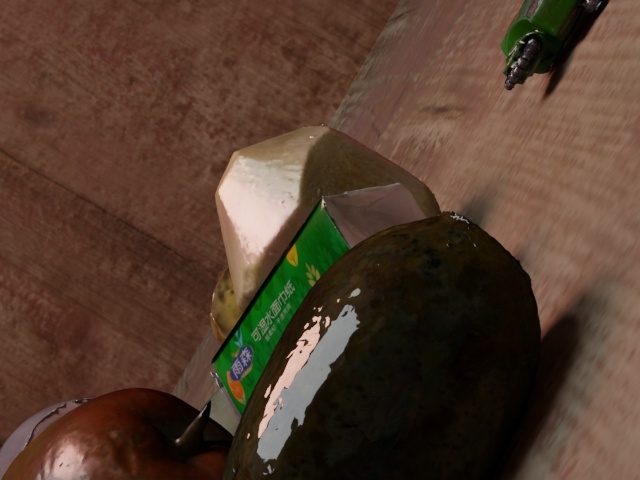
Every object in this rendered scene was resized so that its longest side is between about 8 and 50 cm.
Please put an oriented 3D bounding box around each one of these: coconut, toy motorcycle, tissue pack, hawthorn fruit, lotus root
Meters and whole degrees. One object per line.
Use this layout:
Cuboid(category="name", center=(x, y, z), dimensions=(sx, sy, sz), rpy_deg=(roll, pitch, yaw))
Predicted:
Cuboid(category="coconut", center=(0.000, 0.000, 1.552), dimensions=(0.197, 0.237, 0.237), rpy_deg=(-60, 6, 3))
Cuboid(category="toy motorcycle", center=(0.225, -0.223, 1.549), dimensions=(0.190, 0.074, 0.106), rpy_deg=(-60, -3, 4))
Cuboid(category="tissue pack", center=(0.039, 0.077, 1.319), dimensions=(0.156, 0.148, 0.209), rpy_deg=(-9, -36, -42))
Cuboid(category="hawthorn fruit", center=(-0.174, 0.272, 1.599), dimensions=(0.301, 0.268, 0.267), rpy_deg=(-54, 8, 30))
Cuboid(category="lotus root", center=(0.038, 0.110, 1.041), dimensions=(0.275, 0.160, 0.152), rpy_deg=(-61, -4, -10))

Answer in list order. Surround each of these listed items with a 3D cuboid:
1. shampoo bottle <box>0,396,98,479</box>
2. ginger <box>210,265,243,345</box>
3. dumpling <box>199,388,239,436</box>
Cuboid(category="shampoo bottle", center=(-0.296, 0.354, 2.091), dimensions=(0.266, 0.273, 0.273), rpy_deg=(115, 180, -49))
Cuboid(category="ginger", center=(-0.016, 0.045, 1.786), dimensions=(0.354, 0.126, 0.190), rpy_deg=(-30, -36, -61))
Cuboid(category="dumpling", center=(-0.106, 0.240, 1.850), dimensions=(0.149, 0.105, 0.216), rpy_deg=(-53, 10, 51))
